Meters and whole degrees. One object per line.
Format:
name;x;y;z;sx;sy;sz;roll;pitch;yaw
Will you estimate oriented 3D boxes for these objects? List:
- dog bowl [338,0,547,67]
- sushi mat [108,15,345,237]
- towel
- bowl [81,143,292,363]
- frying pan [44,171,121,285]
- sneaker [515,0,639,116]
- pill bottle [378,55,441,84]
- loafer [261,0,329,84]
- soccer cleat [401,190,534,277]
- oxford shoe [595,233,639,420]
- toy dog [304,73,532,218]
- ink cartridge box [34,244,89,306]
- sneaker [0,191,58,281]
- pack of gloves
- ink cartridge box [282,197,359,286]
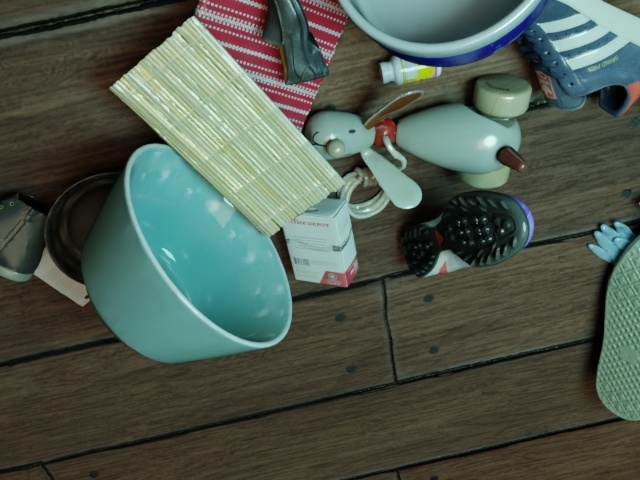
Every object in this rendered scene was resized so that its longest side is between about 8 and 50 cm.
dog bowl;0.143;-0.340;0.723;0.264;0.104;0.265;1;94;17
sushi mat;-0.117;-0.138;0.860;0.151;0.019;0.316;-36;121;16
towel;-0.088;-0.236;0.849;0.198;0.031;0.275;8;124;-28
bowl;-0.197;0.042;0.858;0.163;0.312;0.311;-34;121;19
frying pan;-0.252;-0.028;0.974;0.326;0.053;0.197;-12;122;-19
sneaker;0.319;-0.265;0.860;0.349;0.131;0.148;16;114;-18
pill bottle;0.127;-0.247;0.895;0.083;0.043;0.043;-12;123;0
loafer;-0.045;-0.264;0.783;0.061;0.062;0.170;-25;131;5
soccer cleat;0.233;-0.011;0.941;0.116;0.318;0.109;-13;83;-18
oxford shoe;0.620;0.140;1.158;0.130;0.169;0.450;-23;128;-27
toy dog;0.160;-0.130;0.905;0.333;0.161;0.220;-21;123;5
ink cartridge box;-0.407;0.051;1.013;0.062;0.029;0.115;-37;121;14
sneaker;-0.506;-0.040;0.922;0.222;0.083;0.118;28;99;-20
pack of gloves;0.609;-0.003;1.138;0.232;0.046;0.195;37;124;-26
ink cartridge box;0.000;0.000;1.003;0.099;0.056;0.135;8;128;26
